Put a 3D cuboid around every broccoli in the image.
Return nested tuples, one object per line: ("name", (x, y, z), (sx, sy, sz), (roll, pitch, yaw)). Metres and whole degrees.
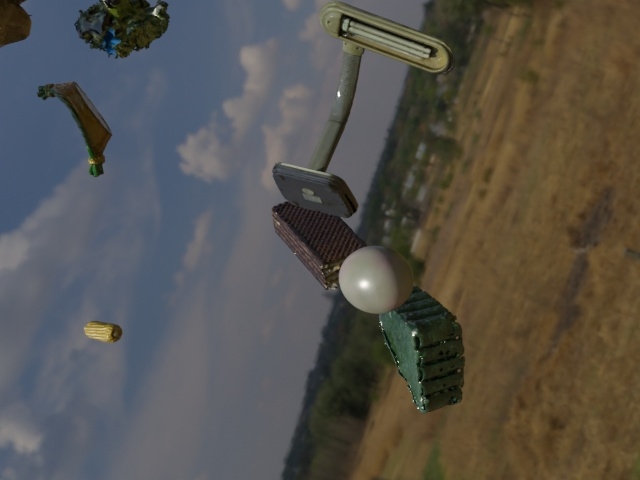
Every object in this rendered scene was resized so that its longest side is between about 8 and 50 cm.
("broccoli", (-0.381, -0.430, 1.861), (0.155, 0.167, 0.160), (-63, -12, -9))

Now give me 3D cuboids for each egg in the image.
("egg", (0.084, 0.059, 1.480), (0.135, 0.103, 0.103), (5, 72, 59))

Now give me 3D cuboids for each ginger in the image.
("ginger", (-0.793, -0.589, 2.309), (0.155, 0.244, 0.304), (106, 173, -61))

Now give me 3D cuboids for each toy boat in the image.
("toy boat", (-0.509, -0.247, 2.057), (0.088, 0.229, 0.089), (-35, -3, 4))

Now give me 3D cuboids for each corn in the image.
("corn", (-0.393, 0.165, 1.758), (0.037, 0.092, 0.037), (-7, -80, -47))

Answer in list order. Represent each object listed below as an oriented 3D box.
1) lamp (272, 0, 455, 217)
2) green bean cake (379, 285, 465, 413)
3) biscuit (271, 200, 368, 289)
("lamp", (0.065, -0.169, 1.374), (0.124, 0.203, 0.283), (22, -94, -69))
("green bean cake", (0.190, 0.200, 1.866), (0.208, 0.107, 0.193), (-137, 34, -60))
("biscuit", (0.000, 0.000, 1.936), (0.252, 0.106, 0.070), (48, 152, 46))
